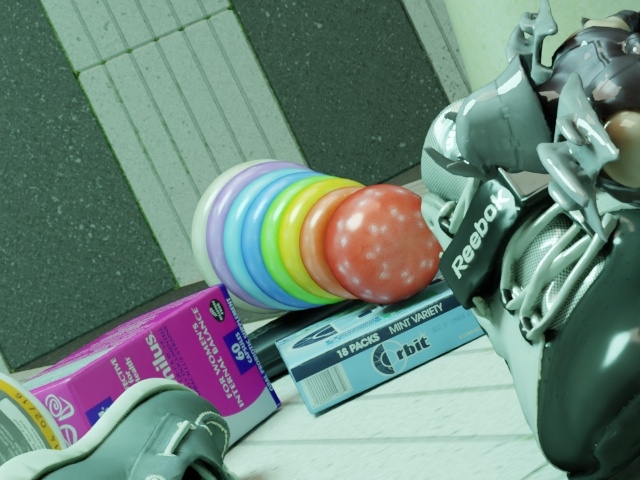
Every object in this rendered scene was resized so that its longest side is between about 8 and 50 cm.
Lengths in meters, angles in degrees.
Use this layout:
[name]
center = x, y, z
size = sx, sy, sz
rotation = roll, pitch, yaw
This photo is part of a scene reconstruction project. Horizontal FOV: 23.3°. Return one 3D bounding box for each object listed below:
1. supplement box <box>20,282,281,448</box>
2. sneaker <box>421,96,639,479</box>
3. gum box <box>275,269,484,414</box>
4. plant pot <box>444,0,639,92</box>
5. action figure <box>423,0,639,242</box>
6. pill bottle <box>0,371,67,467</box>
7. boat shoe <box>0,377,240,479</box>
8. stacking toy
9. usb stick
[supplement box]
center = -0.141, 0.128, 1.149
size = 0.114, 0.111, 0.220
rotation = -22, 6, 32
[sneaker]
center = 0.103, 0.004, 0.725
size = 0.122, 0.146, 0.330
rotation = -50, 5, 12
[gum box]
center = 0.048, 0.072, 1.203
size = 0.157, 0.041, 0.184
rotation = -25, 5, -4
[plant pot]
center = 0.218, -0.141, 1.021
size = 0.333, 0.305, 0.334
rotation = -26, 4, 2
[action figure]
center = 0.183, -0.045, 0.613
size = 0.285, 0.099, 0.185
rotation = -5, 40, 0
[pill bottle]
center = -0.262, 0.177, 0.908
size = 0.162, 0.162, 0.278
rotation = -25, 4, 14
[boat shoe]
center = -0.098, 0.156, 0.872
size = 0.099, 0.116, 0.319
rotation = 20, 8, 12
[stacking toy]
center = 0.000, 0.000, 1.267
size = 0.141, 0.141, 0.330
rotation = -27, 10, -17
[usb stick]
center = -0.023, 0.088, 1.415
size = 0.278, 0.045, 0.077
rotation = -27, 11, -21
